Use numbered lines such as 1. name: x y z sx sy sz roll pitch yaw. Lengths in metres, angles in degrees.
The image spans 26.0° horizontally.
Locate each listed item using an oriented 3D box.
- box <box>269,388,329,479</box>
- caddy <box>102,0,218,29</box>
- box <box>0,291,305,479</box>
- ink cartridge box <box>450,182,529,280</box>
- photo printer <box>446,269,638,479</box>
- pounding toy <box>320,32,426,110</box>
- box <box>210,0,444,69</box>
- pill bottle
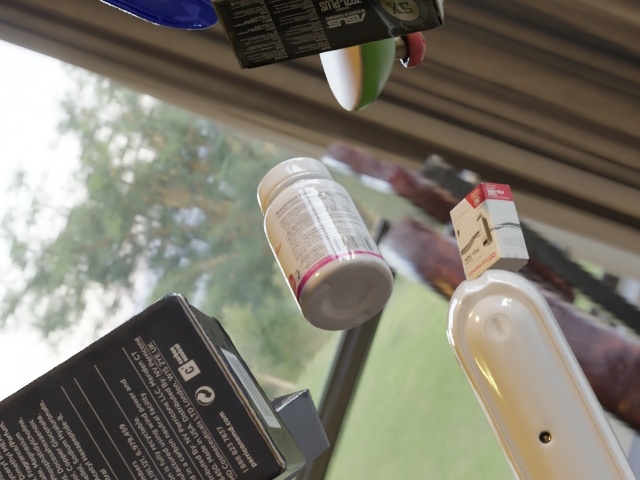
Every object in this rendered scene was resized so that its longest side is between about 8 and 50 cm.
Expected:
1. box: -0.128 0.315 1.986 0.261 0.184 0.103 -28 -79 -64
2. caddy: -0.218 -0.442 1.917 0.241 0.341 0.179 -23 58 42
3. box: -0.240 0.256 1.461 0.395 0.212 0.293 -33 -8 -3
4. ink cartridge box: 0.263 -0.008 2.163 0.099 0.056 0.135 -47 47 49
5. photo printer: 0.227 0.174 1.401 0.307 0.107 0.256 65 -173 12
6. pounding toy: 0.059 -0.271 1.583 0.183 0.110 0.236 117 139 -71
7. box: 0.011 -0.235 1.178 0.147 0.180 0.077 -85 -22 -45
8. pill bottle: 0.000 0.000 2.302 0.283 0.160 0.160 64 143 43
